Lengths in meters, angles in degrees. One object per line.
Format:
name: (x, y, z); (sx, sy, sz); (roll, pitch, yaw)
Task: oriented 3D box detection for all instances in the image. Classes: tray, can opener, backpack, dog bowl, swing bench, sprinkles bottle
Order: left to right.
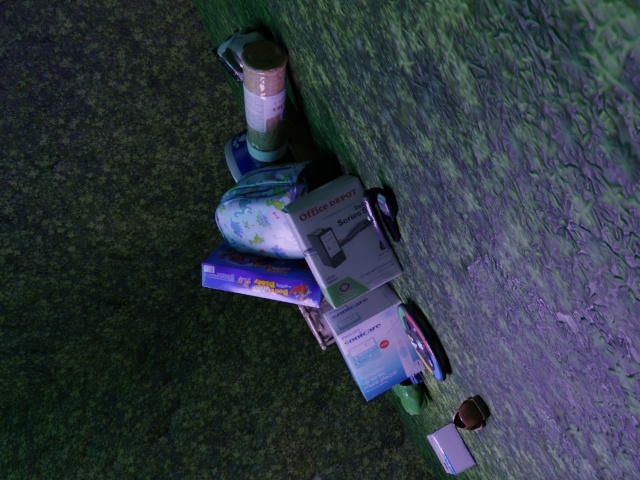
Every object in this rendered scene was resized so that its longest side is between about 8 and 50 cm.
dog bowl: (-0.180, -0.232, 1.996); (0.265, 0.104, 0.265); (49, -158, -29)
sprinkles bottle: (-0.149, -0.370, 1.716); (0.121, 0.121, 0.355); (59, 162, 27)
backpack: (-0.120, -0.081, 1.777); (0.355, 0.273, 0.290); (15, 140, 40)
tray: (-0.128, -0.397, 1.984); (0.411, 0.076, 0.203); (61, 175, 4)
swing bench: (0.062, 0.269, 2.486); (0.165, 0.253, 0.254); (63, 175, -12)
can opener: (0.132, -0.044, 1.352); (0.073, 0.059, 0.186); (57, 172, 41)

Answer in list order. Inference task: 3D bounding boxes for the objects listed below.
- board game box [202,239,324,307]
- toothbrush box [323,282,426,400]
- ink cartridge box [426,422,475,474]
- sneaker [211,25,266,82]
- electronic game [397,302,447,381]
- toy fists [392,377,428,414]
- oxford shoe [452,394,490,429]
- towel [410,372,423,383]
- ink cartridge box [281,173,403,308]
board game box: (-0.140, 0.079, 1.843); (0.233, 0.346, 0.078); (-58, -25, -64)
toothbrush box: (0.166, 0.303, 1.894); (0.126, 0.216, 0.296); (53, 168, 57)
ink cartridge box: (0.421, 0.676, 2.041); (0.140, 0.082, 0.191); (61, 173, 18)
sneaker: (-0.217, -0.536, 1.790); (0.122, 0.146, 0.330); (46, 180, -24)
electronic game: (0.267, 0.269, 1.669); (0.229, 0.048, 0.229); (62, 175, 10)
toy fists: (0.307, 0.515, 2.255); (0.279, 0.096, 0.142); (-128, 22, -70)
oxford shoe: (0.352, 0.426, 1.521); (0.076, 0.076, 0.212); (58, 175, 26)
towel: (0.247, 0.306, 2.151); (0.243, 0.040, 0.336); (-130, 15, -72)
ink cartridge box: (0.052, -0.001, 1.569); (0.273, 0.198, 0.115); (63, 174, -12)
